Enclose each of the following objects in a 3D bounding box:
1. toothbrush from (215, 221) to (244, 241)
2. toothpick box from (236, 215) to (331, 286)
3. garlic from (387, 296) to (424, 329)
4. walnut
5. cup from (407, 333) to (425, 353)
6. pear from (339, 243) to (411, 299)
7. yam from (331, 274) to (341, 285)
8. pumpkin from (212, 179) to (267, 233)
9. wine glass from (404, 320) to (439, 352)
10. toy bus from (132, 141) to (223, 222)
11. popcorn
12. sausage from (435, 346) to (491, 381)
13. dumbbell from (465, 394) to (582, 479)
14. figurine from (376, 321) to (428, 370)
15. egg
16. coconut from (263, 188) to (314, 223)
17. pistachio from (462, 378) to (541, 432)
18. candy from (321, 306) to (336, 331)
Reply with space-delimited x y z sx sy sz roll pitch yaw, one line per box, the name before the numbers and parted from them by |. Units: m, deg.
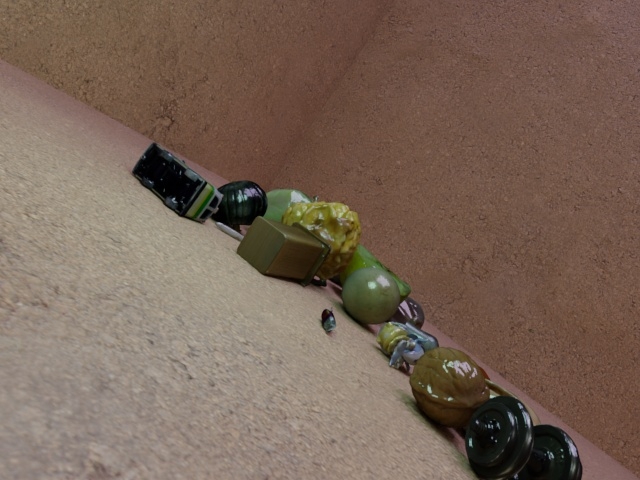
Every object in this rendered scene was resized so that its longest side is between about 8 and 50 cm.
toothbrush | -0.272 0.011 1.895 0.307 0.025 0.030 33 12 -29
toothpick box | -0.131 0.034 1.747 0.190 0.188 0.308 37 9 24
garlic | 0.401 0.351 2.491 0.279 0.132 0.325 20 20 -42
walnut | 0.334 0.379 1.285 0.213 0.213 0.213 34 4 -3
cup | 0.352 0.417 1.934 0.100 0.078 0.077 -1 19 -13
pear | 0.223 0.212 2.253 0.342 0.239 0.318 40 16 2
yam | 0.138 0.185 2.533 0.330 0.133 0.133 28 7 -28
pumpkin | -0.335 -0.137 2.004 0.249 0.216 0.250 2 -1 0
wine glass | 0.446 0.443 2.119 0.230 0.103 0.103 32 3 19
toy bus | -0.493 -0.199 1.733 0.305 0.143 0.179 36 2 27
popcorn | 0.000 0.000 2.043 0.348 0.382 0.349 3 -1 0
sausage | 0.550 0.516 1.946 0.258 0.133 0.133 32 3 20
dumbbell | 0.453 0.478 1.128 0.289 0.192 0.192 33 4 -14
figurine | 0.265 0.347 1.630 0.183 0.129 0.208 34 8 18
egg | 0.187 0.212 1.937 0.218 0.219 0.295 33 -8 -16
coconut | -0.136 -0.103 2.305 0.328 0.282 0.328 10 -27 5
pistachio | 0.473 0.493 1.377 0.187 0.188 0.299 32 -1 -37
candy | 0.025 0.237 1.492 0.043 0.045 0.175 45 3 -8
